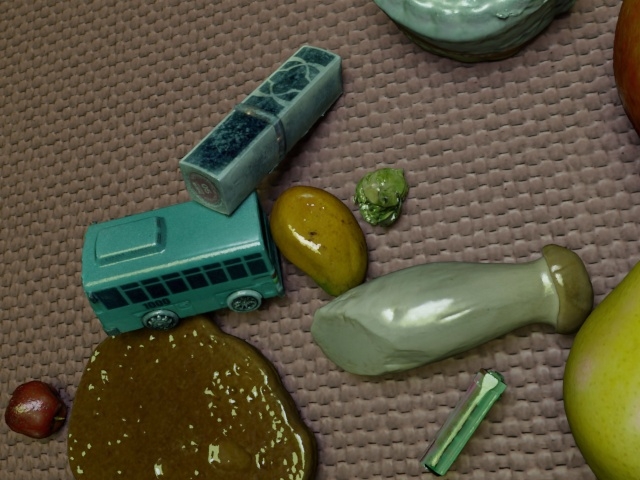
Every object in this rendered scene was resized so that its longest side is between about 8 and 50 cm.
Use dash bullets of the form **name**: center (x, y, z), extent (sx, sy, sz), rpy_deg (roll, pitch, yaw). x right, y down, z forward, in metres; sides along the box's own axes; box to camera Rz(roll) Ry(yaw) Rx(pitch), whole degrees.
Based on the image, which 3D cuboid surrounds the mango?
- **mango**: center (0.004, -0.005, 0.883), extent (0.165, 0.089, 0.115), rpy_deg (39, 63, 13)

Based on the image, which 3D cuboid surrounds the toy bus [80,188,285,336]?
- **toy bus**: center (-0.189, 0.027, 0.883), extent (0.256, 0.147, 0.128), rpy_deg (-13, 50, 1)

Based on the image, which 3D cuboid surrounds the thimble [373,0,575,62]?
- **thimble**: center (0.193, -0.373, 0.843), extent (0.288, 0.167, 0.254), rpy_deg (33, 102, 15)

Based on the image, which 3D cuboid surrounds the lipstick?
- **lipstick**: center (-0.069, -0.159, 0.885), extent (0.078, 0.076, 0.289), rpy_deg (23, 55, 24)

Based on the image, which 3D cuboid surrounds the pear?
- **pear**: center (0.377, 0.129, 0.604), extent (0.285, 0.336, 0.284), rpy_deg (-8, 48, 9)

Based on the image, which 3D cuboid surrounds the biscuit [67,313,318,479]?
- **biscuit**: center (-0.184, 0.272, 0.903), extent (0.382, 0.074, 0.358), rpy_deg (13, 82, 20)

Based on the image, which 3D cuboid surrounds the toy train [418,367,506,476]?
- **toy train**: center (0.172, 0.220, 0.789), extent (0.038, 0.071, 0.147), rpy_deg (35, 92, 22)

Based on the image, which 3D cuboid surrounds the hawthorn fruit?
- **hawthorn fruit**: center (-0.428, 0.257, 0.990), extent (0.093, 0.093, 0.093), rpy_deg (-4, 77, 19)

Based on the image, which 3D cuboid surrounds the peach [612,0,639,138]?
- **peach**: center (0.437, -0.196, 0.664), extent (0.243, 0.380, 0.306), rpy_deg (-24, 98, 12)

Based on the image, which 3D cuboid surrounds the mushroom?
- **mushroom**: center (0.150, 0.088, 0.800), extent (0.351, 0.128, 0.128), rpy_deg (-12, 75, 13)

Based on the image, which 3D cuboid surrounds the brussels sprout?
- **brussels sprout**: center (0.082, -0.059, 0.891), extent (0.085, 0.058, 0.085), rpy_deg (2, 97, 22)
